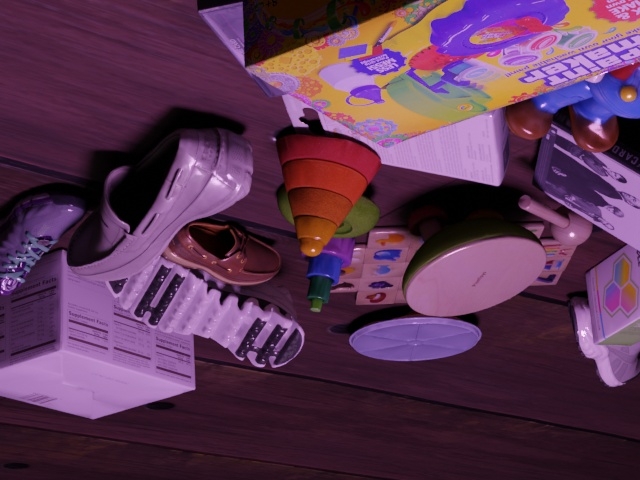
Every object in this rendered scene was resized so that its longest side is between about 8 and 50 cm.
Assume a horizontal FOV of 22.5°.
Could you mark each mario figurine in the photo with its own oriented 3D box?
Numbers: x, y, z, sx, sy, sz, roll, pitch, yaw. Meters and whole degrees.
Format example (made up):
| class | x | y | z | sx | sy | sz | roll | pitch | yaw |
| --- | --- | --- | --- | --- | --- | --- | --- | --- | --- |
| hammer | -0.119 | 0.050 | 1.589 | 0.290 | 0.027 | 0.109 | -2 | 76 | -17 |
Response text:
| class | x | y | z | sx | sy | sz | roll | pitch | yaw |
| --- | --- | --- | --- | --- | --- | --- | --- | --- | --- |
| mario figurine | 0.309 | -0.143 | 1.544 | 0.198 | 0.170 | 0.320 | -31 | -179 | -28 |

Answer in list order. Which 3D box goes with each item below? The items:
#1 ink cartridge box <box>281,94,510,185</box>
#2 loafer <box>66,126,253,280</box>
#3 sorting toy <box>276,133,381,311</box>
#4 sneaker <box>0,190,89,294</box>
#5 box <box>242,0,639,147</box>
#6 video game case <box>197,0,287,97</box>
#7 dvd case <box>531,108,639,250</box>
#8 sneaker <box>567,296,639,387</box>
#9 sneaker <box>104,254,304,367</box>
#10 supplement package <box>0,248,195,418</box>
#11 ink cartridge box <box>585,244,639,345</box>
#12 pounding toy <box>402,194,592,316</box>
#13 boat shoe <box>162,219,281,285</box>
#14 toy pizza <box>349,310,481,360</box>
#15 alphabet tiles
| class | x | y | z | sx | sy | sz | roll | pitch | yaw |
| --- | --- | --- | --- | --- | --- | --- | --- | --- | --- |
| ink cartridge box | 0.085 | -0.135 | 1.739 | 0.232 | 0.066 | 0.189 | 15 | 162 | 14 |
| loafer | -0.205 | -0.045 | 1.836 | 0.111 | 0.112 | 0.319 | 20 | 142 | -35 |
| sorting toy | 0.000 | 0.000 | 1.913 | 0.127 | 0.126 | 0.365 | 10 | 160 | 4 |
| sneaker | -0.356 | 0.013 | 1.962 | 0.083 | 0.098 | 0.224 | 15 | 152 | -39 |
| box | 0.109 | -0.252 | 1.100 | 0.290 | 0.279 | 0.177 | -18 | 155 | 32 |
| video game case | 0.045 | -0.210 | 1.549 | 0.274 | 0.026 | 0.196 | -10 | 157 | 15 |
| dvd case | 0.352 | -0.046 | 1.817 | 0.239 | 0.029 | 0.179 | 32 | 163 | 13 |
| sneaker | 0.456 | 0.150 | 2.428 | 0.108 | 0.100 | 0.271 | -16 | 156 | 17 |
| sneaker | -0.156 | 0.064 | 2.117 | 0.292 | 0.118 | 0.110 | 27 | 124 | -21 |
| supplement package | -0.334 | 0.135 | 2.212 | 0.204 | 0.145 | 0.262 | -18 | 153 | 33 |
| ink cartridge box | 0.440 | 0.061 | 2.177 | 0.062 | 0.109 | 0.209 | 5 | 157 | -21 |
| pounding toy | 0.198 | -0.010 | 1.995 | 0.237 | 0.110 | 0.183 | -34 | 146 | 28 |
| boat shoe | -0.118 | 0.013 | 2.043 | 0.178 | 0.064 | 0.060 | 17 | 153 | -35 |
| toy pizza | 0.144 | 0.141 | 2.448 | 0.201 | 0.032 | 0.201 | -2 | 159 | -1 |
| alphabet tiles | 0.170 | 0.034 | 2.209 | 0.343 | 0.011 | 0.285 | -2 | 159 | -3 |
